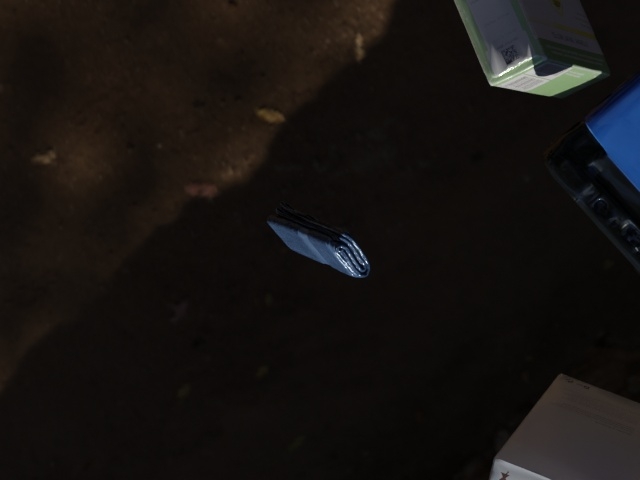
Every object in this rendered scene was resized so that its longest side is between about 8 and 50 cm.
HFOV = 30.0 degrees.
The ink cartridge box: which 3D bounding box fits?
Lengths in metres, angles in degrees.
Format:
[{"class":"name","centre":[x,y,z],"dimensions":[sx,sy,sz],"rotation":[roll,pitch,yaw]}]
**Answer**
[{"class":"ink cartridge box","centre":[0.143,-0.232,0.968],"dimensions":[0.056,0.235,0.171],"rotation":[-26,170,29]}]

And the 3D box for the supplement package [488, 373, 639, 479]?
[{"class":"supplement package","centre":[0.265,0.253,1.101],"dimensions":[0.203,0.194,0.149],"rotation":[-30,135,-58]}]

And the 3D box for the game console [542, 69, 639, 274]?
[{"class":"game console","centre":[0.302,-0.002,0.771],"dimensions":[0.173,0.250,0.293],"rotation":[-41,87,13]}]

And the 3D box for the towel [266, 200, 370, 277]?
[{"class":"towel","centre":[0.000,0.000,1.249],"dimensions":[0.029,0.119,0.067],"rotation":[-51,131,-16]}]
